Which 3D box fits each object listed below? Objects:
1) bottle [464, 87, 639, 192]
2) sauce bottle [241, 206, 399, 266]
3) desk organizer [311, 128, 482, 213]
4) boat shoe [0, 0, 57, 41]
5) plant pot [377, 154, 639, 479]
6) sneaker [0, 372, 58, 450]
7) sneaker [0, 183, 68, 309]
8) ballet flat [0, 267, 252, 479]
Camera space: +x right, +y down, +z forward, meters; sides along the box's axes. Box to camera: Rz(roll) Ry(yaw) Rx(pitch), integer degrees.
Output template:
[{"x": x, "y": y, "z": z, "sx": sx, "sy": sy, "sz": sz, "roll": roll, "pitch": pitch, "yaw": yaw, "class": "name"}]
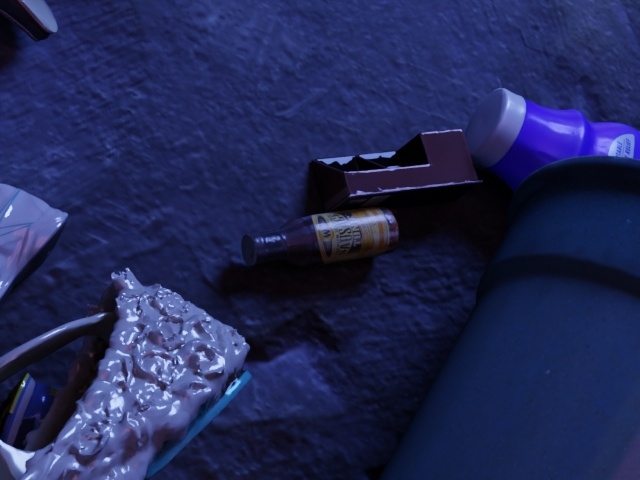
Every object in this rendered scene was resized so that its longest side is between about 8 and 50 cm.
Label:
[{"x": 0.257, "y": -0.040, "z": 1.206, "sx": 0.282, "sy": 0.092, "sz": 0.118, "roll": 27, "pitch": 58, "yaw": -17, "class": "bottle"}, {"x": 0.000, "y": 0.000, "z": 1.088, "sx": 0.128, "sy": 0.042, "sz": 0.042, "roll": -11, "pitch": 78, "yaw": -30, "class": "sauce bottle"}, {"x": 0.062, "y": -0.056, "z": 1.137, "sx": 0.130, "sy": 0.047, "sz": 0.050, "roll": -8, "pitch": 74, "yaw": -30, "class": "desk organizer"}, {"x": -0.254, "y": -0.193, "z": 1.022, "sx": 0.137, "sy": 0.049, "sz": 0.043, "roll": 43, "pitch": 101, "yaw": -11, "class": "boat shoe"}, {"x": 0.197, "y": 0.175, "z": 0.981, "sx": 0.341, "sy": 0.341, "sz": 0.334, "roll": 42, "pitch": 67, "yaw": -9, "class": "plant pot"}, {"x": -0.197, "y": 0.162, "z": 0.922, "sx": 0.059, "sy": 0.053, "sz": 0.144, "roll": 25, "pitch": 64, "yaw": -21, "class": "sneaker"}, {"x": -0.239, "y": 0.023, "z": 0.954, "sx": 0.061, "sy": 0.054, "sz": 0.152, "roll": 35, "pitch": 54, "yaw": -2, "class": "sneaker"}, {"x": -0.189, "y": 0.155, "z": 0.816, "sx": 0.147, "sy": 0.147, "sz": 0.409, "roll": 47, "pitch": 41, "yaw": -6, "class": "ballet flat"}]
